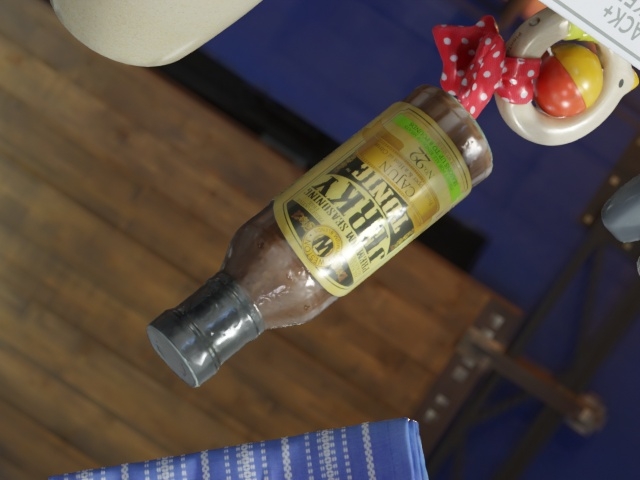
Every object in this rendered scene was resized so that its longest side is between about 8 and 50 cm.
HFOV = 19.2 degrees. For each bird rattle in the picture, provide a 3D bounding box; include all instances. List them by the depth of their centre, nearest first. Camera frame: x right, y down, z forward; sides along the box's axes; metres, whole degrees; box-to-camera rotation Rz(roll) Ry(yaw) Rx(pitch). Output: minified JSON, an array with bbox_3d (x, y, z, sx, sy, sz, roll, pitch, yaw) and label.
[{"bbox_3d":[0.253,-0.190,2.054,0.253,0.207,0.143,-44,-144,-12],"label":"bird rattle"}]

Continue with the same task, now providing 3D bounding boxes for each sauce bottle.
[{"bbox_3d":[0.000,0.000,1.670,0.344,0.111,0.111,-41,176,-17],"label":"sauce bottle"}]

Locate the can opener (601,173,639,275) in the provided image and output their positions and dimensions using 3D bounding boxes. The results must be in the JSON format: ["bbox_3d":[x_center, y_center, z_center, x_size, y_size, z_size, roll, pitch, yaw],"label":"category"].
[{"bbox_3d":[0.351,-0.047,1.451,0.280,0.093,0.074,-28,-145,25],"label":"can opener"}]

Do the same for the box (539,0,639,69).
[{"bbox_3d":[0.223,-0.259,1.139,0.169,0.087,0.290,26,107,-46],"label":"box"}]

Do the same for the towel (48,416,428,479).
[{"bbox_3d":[-0.063,0.280,1.600,0.040,0.336,0.243,75,6,-59],"label":"towel"}]

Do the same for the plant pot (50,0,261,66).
[{"bbox_3d":[-0.101,-0.263,1.393,0.274,0.256,0.256,-55,-178,44],"label":"plant pot"}]
